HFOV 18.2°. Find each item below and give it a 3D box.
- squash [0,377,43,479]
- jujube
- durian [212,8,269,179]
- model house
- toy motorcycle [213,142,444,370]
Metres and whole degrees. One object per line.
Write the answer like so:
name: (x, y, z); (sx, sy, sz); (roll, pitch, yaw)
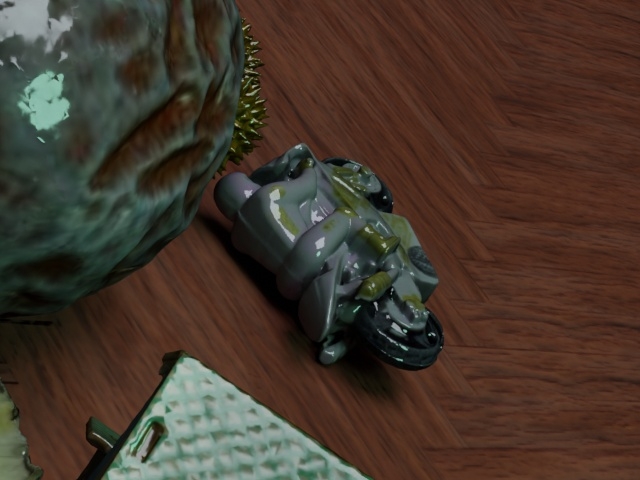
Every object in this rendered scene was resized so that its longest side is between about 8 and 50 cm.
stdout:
squash: (-0.234, 0.106, 0.794); (0.155, 0.204, 0.237); (49, 0, -27)
jujube: (-0.164, -0.073, 1.079); (0.215, 0.246, 0.308); (37, 32, 5)
durian: (-0.109, -0.107, 1.345); (0.168, 0.137, 0.158); (21, 5, 4)
model house: (-0.050, 0.158, 0.874); (0.178, 0.206, 0.271); (35, 25, -2)
toy motorcycle: (0.000, 0.000, 1.357); (0.152, 0.073, 0.225); (18, 31, -24)
